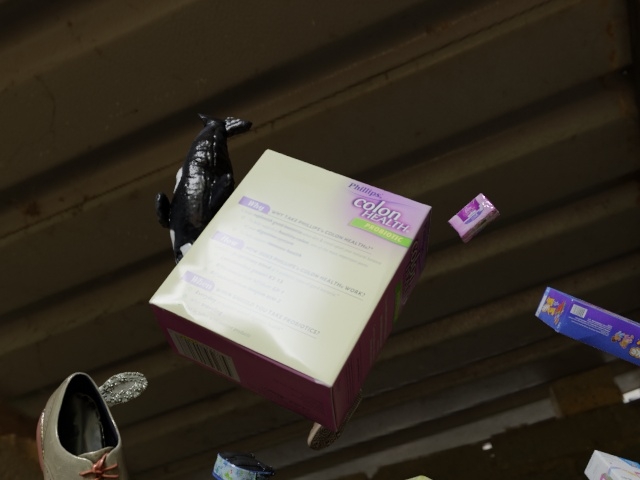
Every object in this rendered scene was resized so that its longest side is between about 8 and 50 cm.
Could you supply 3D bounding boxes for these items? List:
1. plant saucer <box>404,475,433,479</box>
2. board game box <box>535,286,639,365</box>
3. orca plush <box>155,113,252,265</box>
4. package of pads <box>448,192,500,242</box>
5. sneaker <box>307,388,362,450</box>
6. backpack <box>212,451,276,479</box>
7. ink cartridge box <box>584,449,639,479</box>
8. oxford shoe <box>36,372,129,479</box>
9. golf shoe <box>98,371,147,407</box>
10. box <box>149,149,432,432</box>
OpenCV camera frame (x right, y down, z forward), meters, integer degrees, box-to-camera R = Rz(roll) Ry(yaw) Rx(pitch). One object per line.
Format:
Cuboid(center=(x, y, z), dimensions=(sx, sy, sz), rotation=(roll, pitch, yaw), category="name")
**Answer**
Cuboid(center=(0.211, 0.520, 1.346), dimensions=(0.188, 0.045, 0.188), rotation=(30, -37, -15), category="plant saucer")
Cuboid(center=(0.681, 0.217, 1.523), dimensions=(0.347, 0.233, 0.078), rotation=(22, -85, 5), category="board game box")
Cuboid(center=(-0.143, -0.075, 1.014), dimensions=(0.151, 0.287, 0.102), rotation=(37, -38, -29), category="orca plush")
Cuboid(center=(0.277, -0.041, 1.236), dimensions=(0.083, 0.050, 0.032), rotation=(-42, -41, 12), category="package of pads")
Cuboid(center=(0.029, 0.435, 1.693), dimensions=(0.188, 0.071, 0.066), rotation=(-47, -65, -16), category="sneaker")
Cuboid(center=(-0.179, 0.520, 1.509), dimensions=(0.105, 0.084, 0.114), rotation=(13, -10, 45), category="backpack")
Cuboid(center=(0.515, 0.414, 1.141), dimensions=(0.089, 0.122, 0.052), rotation=(18, -78, -7), category="ink cartridge box")
Cuboid(center=(-0.307, 0.341, 0.901), dimensions=(0.123, 0.348, 0.130), rotation=(-8, -35, -34), category="oxford shoe")
Cuboid(center=(-0.493, 0.361, 1.605), dimensions=(0.176, 0.069, 0.086), rotation=(-22, -7, -14), category="golf shoe")
Cuboid(center=(-0.023, 0.046, 0.762), dimensions=(0.214, 0.243, 0.117), rotation=(21, -32, 19), category="box")
